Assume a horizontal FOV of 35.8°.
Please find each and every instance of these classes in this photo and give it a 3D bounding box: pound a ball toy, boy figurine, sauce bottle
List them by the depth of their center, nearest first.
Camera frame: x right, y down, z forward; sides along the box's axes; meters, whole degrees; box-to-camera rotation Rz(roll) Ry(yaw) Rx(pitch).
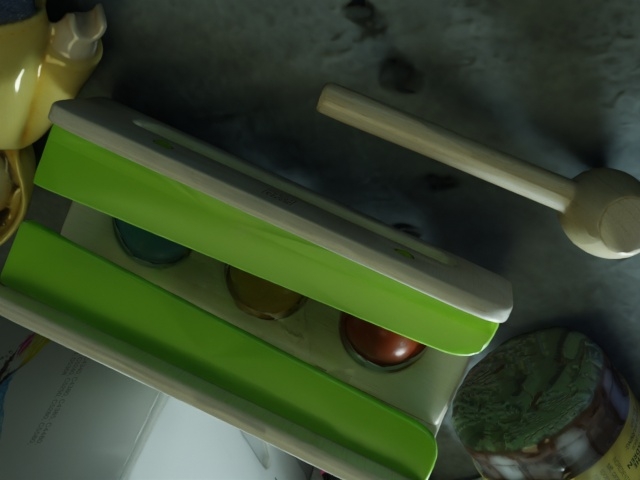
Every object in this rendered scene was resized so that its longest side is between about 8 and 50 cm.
[{"bbox_3d":[-0.212,-0.098,0.552,0.177,0.092,0.285,-2,145,-19],"label":"boy figurine"},{"bbox_3d":[0.000,0.000,0.577,0.319,0.136,0.208,24,101,5],"label":"pound a ball toy"},{"bbox_3d":[0.211,0.209,0.676,0.111,0.111,0.344,-17,122,32],"label":"sauce bottle"}]

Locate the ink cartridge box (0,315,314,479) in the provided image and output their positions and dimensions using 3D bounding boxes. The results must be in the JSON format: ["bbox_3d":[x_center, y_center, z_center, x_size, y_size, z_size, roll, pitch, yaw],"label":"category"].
[{"bbox_3d":[-0.174,0.165,0.721,0.270,0.197,0.198,-7,127,26],"label":"ink cartridge box"}]

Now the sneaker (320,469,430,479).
[{"bbox_3d":[0.022,0.157,0.725,0.063,0.075,0.170,-17,122,32],"label":"sneaker"}]

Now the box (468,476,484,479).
[{"bbox_3d":[0.071,0.301,0.799,0.232,0.127,0.148,-24,118,35],"label":"box"}]
